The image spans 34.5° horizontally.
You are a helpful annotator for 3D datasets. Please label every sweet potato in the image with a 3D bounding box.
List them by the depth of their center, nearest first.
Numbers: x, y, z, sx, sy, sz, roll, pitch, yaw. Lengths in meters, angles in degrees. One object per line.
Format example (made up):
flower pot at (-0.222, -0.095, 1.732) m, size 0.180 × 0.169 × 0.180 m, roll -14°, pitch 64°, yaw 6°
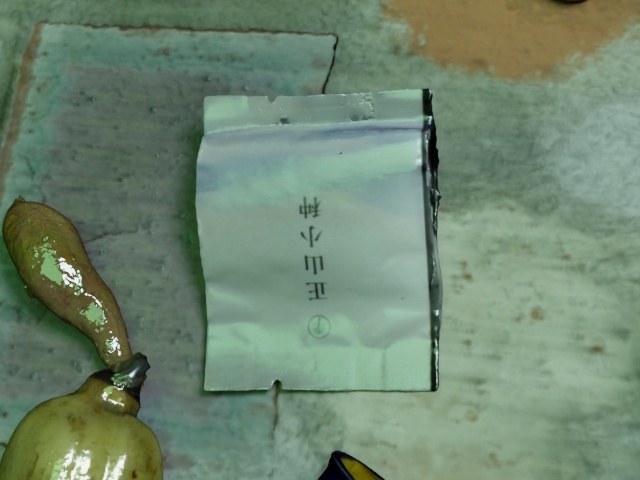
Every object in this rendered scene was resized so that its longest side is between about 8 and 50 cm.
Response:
sweet potato at (-0.221, 0.037, 0.893) m, size 0.068 × 0.068 × 0.226 m, roll -38°, pitch 72°, yaw 0°

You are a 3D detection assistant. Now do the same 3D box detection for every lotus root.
lotus root at (-0.189, 0.193, 0.817) m, size 0.118 × 0.125 × 0.220 m, roll -15°, pitch 60°, yaw 52°

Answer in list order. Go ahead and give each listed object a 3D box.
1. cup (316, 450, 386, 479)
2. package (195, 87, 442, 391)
cup at (0.025, 0.326, 0.705) m, size 0.255 × 0.178 × 0.256 m, roll 39°, pitch 88°, yaw 20°
package at (0.000, 0.000, 0.865) m, size 0.204 × 0.062 × 0.250 m, roll -1°, pitch 88°, yaw 11°
